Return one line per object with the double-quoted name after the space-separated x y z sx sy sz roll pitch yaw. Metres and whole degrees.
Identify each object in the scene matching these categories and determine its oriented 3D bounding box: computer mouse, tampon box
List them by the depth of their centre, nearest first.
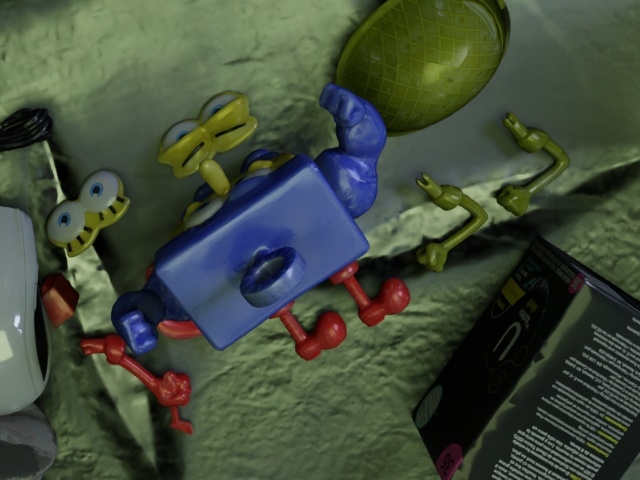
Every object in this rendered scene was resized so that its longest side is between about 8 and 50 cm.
-0.208 0.012 0.810 0.106 0.042 0.193 -11 73 -3 "computer mouse"
0.153 0.100 0.868 0.101 0.120 0.161 32 98 -12 "tampon box"

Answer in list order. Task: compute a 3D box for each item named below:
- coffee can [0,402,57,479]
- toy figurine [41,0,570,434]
-0.309 0.214 0.807 0.201 0.201 0.275 23 99 -10 "coffee can"
0.000 0.000 0.781 0.362 0.217 0.191 -32 104 3 "toy figurine"
